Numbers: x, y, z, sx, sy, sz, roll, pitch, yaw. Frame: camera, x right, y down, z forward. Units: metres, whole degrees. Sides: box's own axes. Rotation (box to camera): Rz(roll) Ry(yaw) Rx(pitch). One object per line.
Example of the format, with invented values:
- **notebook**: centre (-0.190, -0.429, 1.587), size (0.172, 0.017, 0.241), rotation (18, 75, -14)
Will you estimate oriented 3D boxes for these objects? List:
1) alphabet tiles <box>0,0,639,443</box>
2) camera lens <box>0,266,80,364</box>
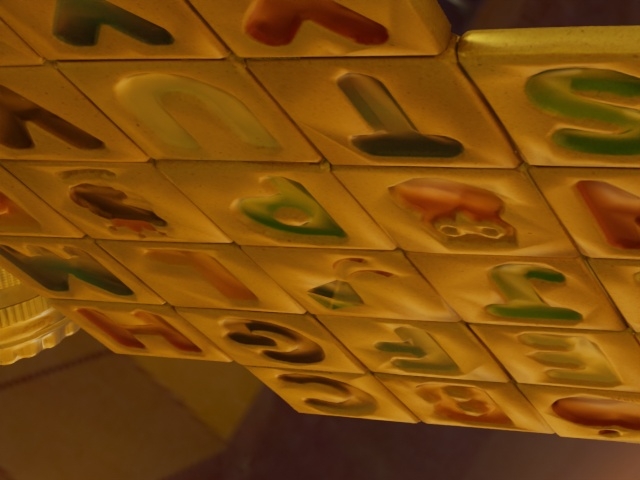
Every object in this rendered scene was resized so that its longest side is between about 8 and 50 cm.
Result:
- **alphabet tiles**: centre (0.000, 0.000, 0.520), size (0.285, 0.011, 0.342), rotation (2, -24, 26)
- **camera lens**: centre (-0.194, -0.081, 0.851), size (0.219, 0.274, 0.219), rotation (2, 59, -3)
